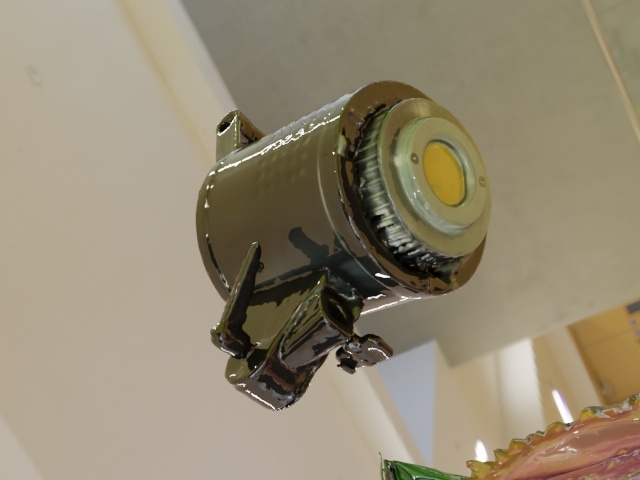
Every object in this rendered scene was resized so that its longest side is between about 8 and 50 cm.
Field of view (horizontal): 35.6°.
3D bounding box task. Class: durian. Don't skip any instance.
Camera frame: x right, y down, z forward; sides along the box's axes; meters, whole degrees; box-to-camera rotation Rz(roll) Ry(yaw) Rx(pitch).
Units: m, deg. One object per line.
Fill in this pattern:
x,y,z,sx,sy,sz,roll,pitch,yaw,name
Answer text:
0.256,0.147,0.685,0.191,0.341,0.112,29,-137,-35,durian

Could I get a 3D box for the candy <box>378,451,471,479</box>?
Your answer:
0.143,0.279,0.926,0.078,0.203,0.141,-15,-71,-54,candy

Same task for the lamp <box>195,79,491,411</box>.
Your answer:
0.028,-0.035,0.962,0.205,0.272,0.374,40,-148,-29,lamp
